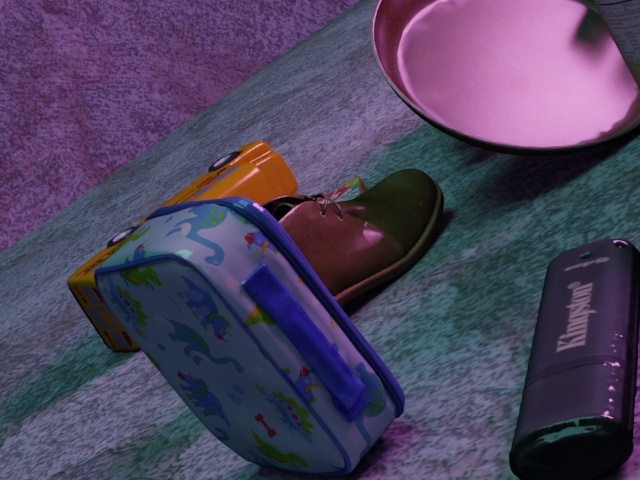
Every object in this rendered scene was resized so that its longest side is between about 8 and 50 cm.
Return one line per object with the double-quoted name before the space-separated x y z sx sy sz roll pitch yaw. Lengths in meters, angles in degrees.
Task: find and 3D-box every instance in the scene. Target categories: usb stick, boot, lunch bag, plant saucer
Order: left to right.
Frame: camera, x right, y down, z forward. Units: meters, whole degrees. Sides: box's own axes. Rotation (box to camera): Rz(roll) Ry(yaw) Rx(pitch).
"lunch bag" -0.049 0.072 0.977 0.090 0.219 0.176 -47 18 -28
"boot" 0.014 -0.008 1.298 0.112 0.115 0.305 1 31 44
"plant saucer" 0.204 -0.191 1.370 0.310 0.311 0.050 -40 -28 -30
"usb stick" 0.171 0.071 0.876 0.077 0.045 0.278 -26 15 24

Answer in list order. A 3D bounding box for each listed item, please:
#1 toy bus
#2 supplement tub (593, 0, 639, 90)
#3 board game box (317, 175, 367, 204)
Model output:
"toy bus" -0.156 -0.002 1.675 0.333 0.108 0.130 -39 16 -29
"supplement tub" 0.335 -0.281 1.179 0.228 0.316 0.228 -29 14 8
"board game box" 0.000 0.000 1.509 0.124 0.039 0.259 -30 17 9
